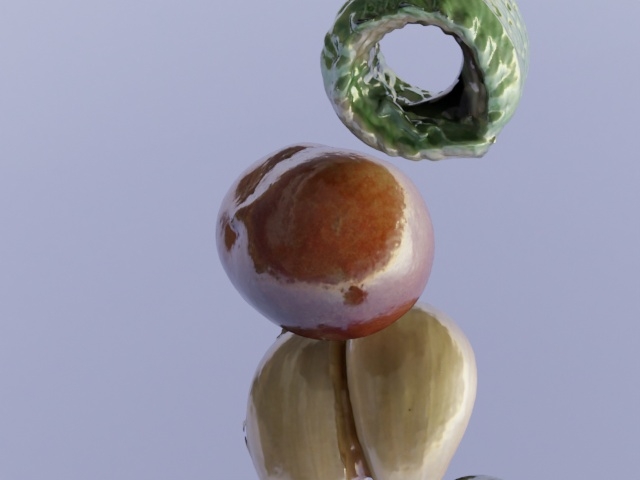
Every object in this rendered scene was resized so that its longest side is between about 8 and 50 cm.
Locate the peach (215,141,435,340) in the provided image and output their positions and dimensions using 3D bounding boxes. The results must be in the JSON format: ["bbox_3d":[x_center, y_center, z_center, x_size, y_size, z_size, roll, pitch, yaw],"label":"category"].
[{"bbox_3d":[0.000,0.000,1.293,0.253,0.252,0.252,-2,-128,3],"label":"peach"}]

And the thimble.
[{"bbox_3d":[0.114,-0.190,1.171,0.219,0.219,0.150,8,-143,11],"label":"thimble"}]

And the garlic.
[{"bbox_3d":[0.050,0.214,1.418,0.286,0.249,0.313,8,-126,7],"label":"garlic"}]

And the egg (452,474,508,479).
[{"bbox_3d":[0.176,0.329,1.097,0.177,0.228,0.177,-21,-150,12],"label":"egg"}]
